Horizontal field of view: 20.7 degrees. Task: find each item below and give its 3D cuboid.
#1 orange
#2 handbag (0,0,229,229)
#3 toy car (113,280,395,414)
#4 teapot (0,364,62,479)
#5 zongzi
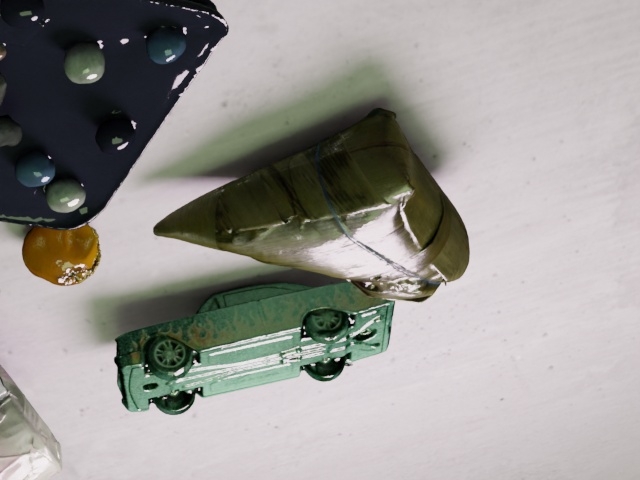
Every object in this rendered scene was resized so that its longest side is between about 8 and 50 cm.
[{"bbox_3d":[-0.259,0.015,1.759,0.086,0.062,0.086,-9,151,-5],"label":"orange"},{"bbox_3d":[-0.253,-0.128,1.450,0.269,0.118,0.325,4,145,-30],"label":"handbag"},{"bbox_3d":[-0.076,0.113,1.990,0.321,0.097,0.141,-12,153,-8],"label":"toy car"},{"bbox_3d":[-0.387,0.230,1.903,0.178,0.163,0.221,-38,179,-13],"label":"teapot"},{"bbox_3d":[0.000,0.000,1.796,0.274,0.125,0.251,-20,145,14],"label":"zongzi"}]
